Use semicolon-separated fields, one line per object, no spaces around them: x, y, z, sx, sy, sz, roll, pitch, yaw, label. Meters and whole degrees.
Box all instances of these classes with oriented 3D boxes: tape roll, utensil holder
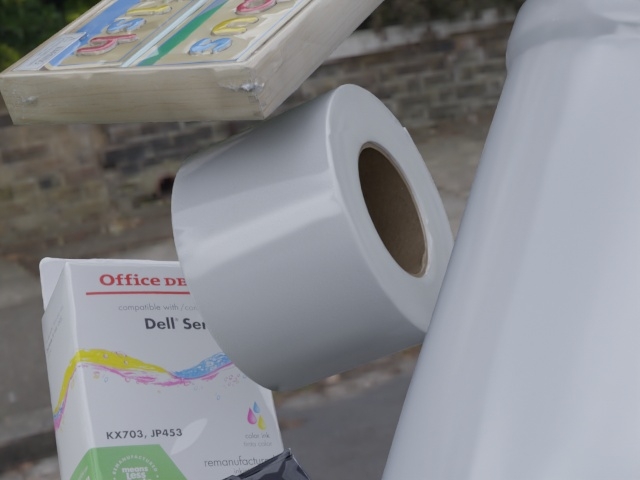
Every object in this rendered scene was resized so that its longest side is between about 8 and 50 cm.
0.000;0.000;1.313;0.169;0.246;0.246;-23;9;23;tape roll
0.221;0.081;0.878;0.327;0.386;0.327;18;-9;3;utensil holder

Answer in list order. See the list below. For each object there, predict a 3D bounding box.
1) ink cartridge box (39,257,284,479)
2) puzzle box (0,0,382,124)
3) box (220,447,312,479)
-0.170;0.139;1.487;0.207;0.354;0.119;1;-34;-24;ink cartridge box
-0.077;-0.224;1.341;0.272;0.052;0.409;1;32;29;puzzle box
-0.062;0.321;0.946;0.293;0.073;0.295;-22;62;-30;box
